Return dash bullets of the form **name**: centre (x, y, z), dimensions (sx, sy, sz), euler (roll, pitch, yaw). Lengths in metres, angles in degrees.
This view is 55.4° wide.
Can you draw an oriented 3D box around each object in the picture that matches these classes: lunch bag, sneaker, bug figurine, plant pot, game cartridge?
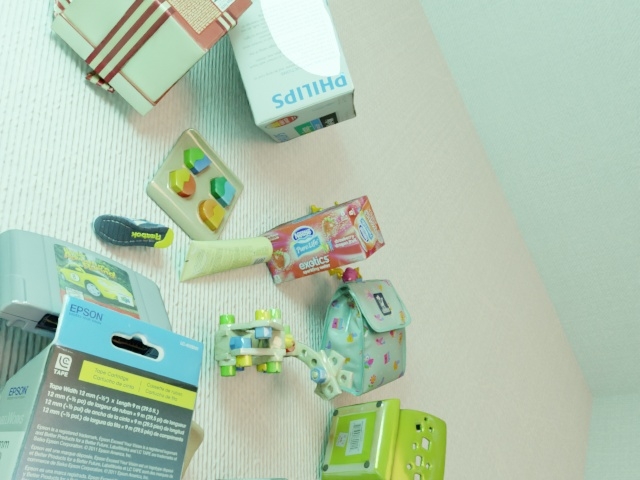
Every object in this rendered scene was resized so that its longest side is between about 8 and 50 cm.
- **lunch bag**: centre (0.112, 0.225, 1.513), dimensions (0.223, 0.160, 0.262), euler (-1, 96, -54)
- **sneaker**: centre (-0.348, -0.017, 1.126), dimensions (0.144, 0.059, 0.053), euler (14, 96, -34)
- **bug figurine**: centre (0.053, 0.031, 1.588), dimensions (0.216, 0.072, 0.279), euler (-58, 128, -77)
- **plant pot**: centre (0.141, 0.502, 1.430), dimensions (0.207, 0.227, 0.228), euler (40, 47, -30)
- **game cartridge**: centre (-0.367, 0.089, 0.967), dimensions (0.294, 0.060, 0.196), euler (30, 15, -43)

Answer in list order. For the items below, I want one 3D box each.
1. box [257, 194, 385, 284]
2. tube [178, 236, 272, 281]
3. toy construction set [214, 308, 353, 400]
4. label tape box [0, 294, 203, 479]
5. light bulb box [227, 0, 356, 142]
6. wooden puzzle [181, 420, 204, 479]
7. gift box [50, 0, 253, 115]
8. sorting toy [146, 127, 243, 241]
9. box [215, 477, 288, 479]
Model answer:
- **box**: centre (0.000, 0.000, 1.407), dimensions (0.123, 0.257, 0.128), euler (-31, 102, -57)
- **tube**: centre (-0.199, 0.029, 1.293), dimensions (0.240, 0.062, 0.070), euler (-11, 84, -55)
- **toy construction set**: centre (-0.083, 0.224, 1.238), dimensions (0.328, 0.215, 0.151), euler (33, 52, -42)
- **label tape box**: centre (-0.318, 0.283, 0.856), dimensions (0.249, 0.115, 0.347), euler (31, 54, -42)
- **light bulb box**: centre (-0.074, -0.444, 1.403), dimensions (0.358, 0.225, 0.361), euler (-36, 108, -85)
- **wooden puzzle**: centre (-0.369, 0.363, 0.921), dimensions (0.322, 0.080, 0.348), euler (51, 45, -27)
- **gift box**: centre (-0.327, -0.433, 1.146), dimensions (0.276, 0.258, 0.255), euler (48, 42, -16)
- **sorting toy**: centre (-0.254, -0.113, 1.298), dimensions (0.193, 0.038, 0.208), euler (50, 41, -29)
- **box**: centre (-0.072, 0.527, 1.157), dimensions (0.231, 0.183, 0.056), euler (48, 42, -32)
